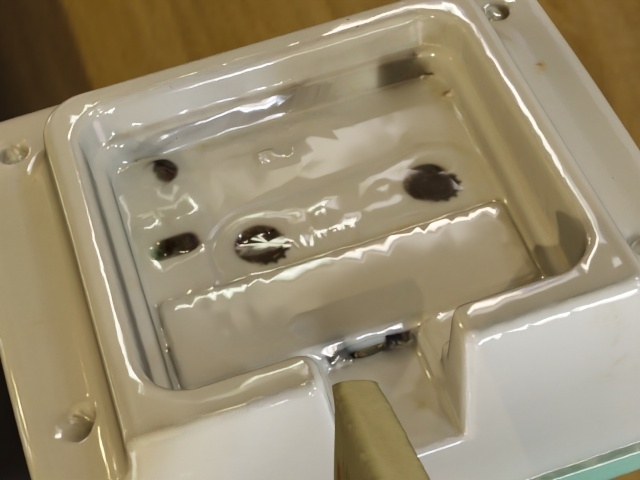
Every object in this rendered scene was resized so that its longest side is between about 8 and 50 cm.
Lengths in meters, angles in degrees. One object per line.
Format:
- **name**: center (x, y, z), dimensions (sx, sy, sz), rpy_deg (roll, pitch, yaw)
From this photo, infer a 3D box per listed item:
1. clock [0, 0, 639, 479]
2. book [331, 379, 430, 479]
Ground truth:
- **clock**: center (0.000, 0.000, 0.624), dimensions (0.116, 0.262, 0.231), rpy_deg (82, 169, -50)
- **book**: center (0.021, 0.202, 0.369), dimensions (0.208, 0.020, 0.295), rpy_deg (-120, 30, -77)
